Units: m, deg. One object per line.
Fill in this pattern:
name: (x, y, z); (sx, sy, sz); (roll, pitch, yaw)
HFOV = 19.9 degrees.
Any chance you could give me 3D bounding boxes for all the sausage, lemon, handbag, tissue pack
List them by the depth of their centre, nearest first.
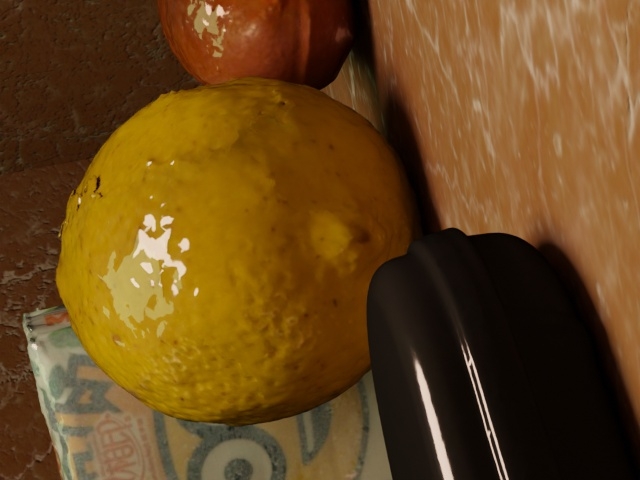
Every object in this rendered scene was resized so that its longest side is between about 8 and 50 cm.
handbag: (0.096, 0.143, 0.900); (0.254, 0.093, 0.308); (85, 172, -60)
lemon: (-0.062, 0.011, 1.332); (0.310, 0.253, 0.253); (-17, 83, 48)
sausage: (-0.053, -0.191, 1.459); (0.268, 0.153, 0.141); (-123, 22, -75)
tissue pack: (-0.075, 0.138, 1.531); (0.128, 0.310, 0.228); (-136, 34, -73)
